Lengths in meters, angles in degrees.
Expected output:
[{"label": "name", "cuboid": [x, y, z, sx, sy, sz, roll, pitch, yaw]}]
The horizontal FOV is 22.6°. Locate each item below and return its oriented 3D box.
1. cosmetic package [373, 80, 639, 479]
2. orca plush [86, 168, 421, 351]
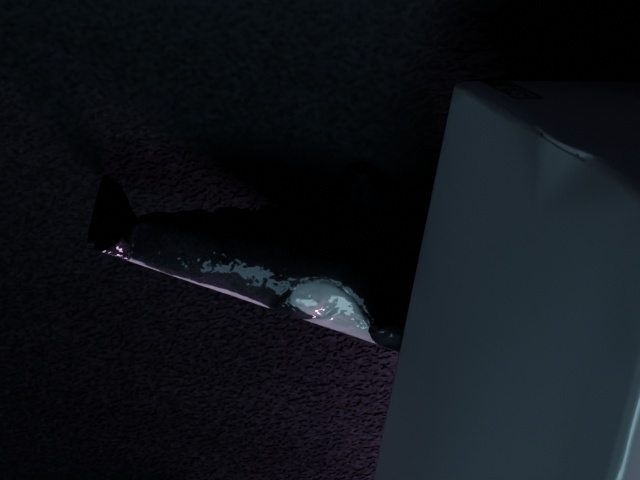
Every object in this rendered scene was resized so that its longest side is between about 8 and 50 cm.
[{"label": "cosmetic package", "cuboid": [0.151, 0.119, 0.910, 0.156, 0.217, 0.384, -1, 115, -30]}, {"label": "orca plush", "cuboid": [0.000, 0.000, 1.023, 0.287, 0.102, 0.151, 19, 178, -5]}]
